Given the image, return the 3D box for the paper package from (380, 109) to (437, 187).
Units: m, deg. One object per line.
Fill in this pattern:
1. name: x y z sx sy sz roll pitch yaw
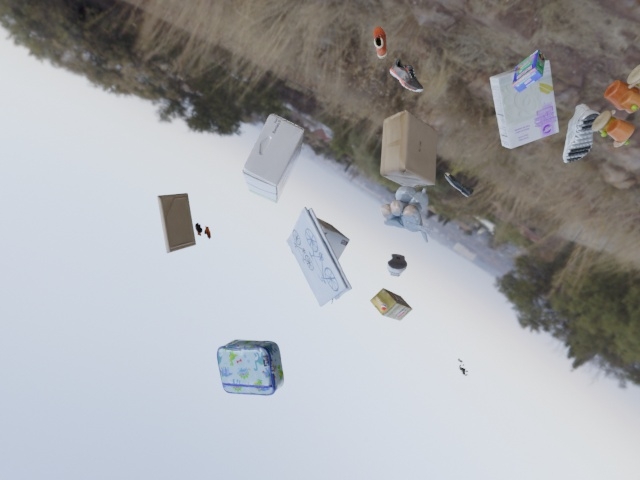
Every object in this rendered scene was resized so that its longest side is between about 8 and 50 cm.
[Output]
1. paper package: 0.481 -0.476 2.463 0.309 0.325 0.168 15 166 -43

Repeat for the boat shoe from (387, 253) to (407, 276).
1. boat shoe: 0.363 0.131 2.175 0.095 0.084 0.258 10 -167 14

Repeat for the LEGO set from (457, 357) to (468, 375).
1. LEGO set: 0.575 0.520 1.864 0.054 0.023 0.083 47 -161 -10

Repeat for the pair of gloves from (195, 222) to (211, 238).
1. pair of gloves: -0.525 -0.042 2.051 0.083 0.010 0.074 24 -145 -46

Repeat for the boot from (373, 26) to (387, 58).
1. boot: 0.263 -0.901 2.043 0.084 0.059 0.158 32 -133 -63

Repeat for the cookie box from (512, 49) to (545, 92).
1. cookie box: 0.678 -0.551 1.491 0.040 0.107 0.092 32 148 -16

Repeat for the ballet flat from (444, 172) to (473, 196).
1. ballet flat: 0.714 -0.295 2.372 0.173 0.049 0.057 42 -177 6

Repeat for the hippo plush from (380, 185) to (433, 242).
1. hippo plush: 0.480 -0.183 2.382 0.294 0.236 0.234 22 158 9

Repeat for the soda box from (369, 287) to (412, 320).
1. soda box: 0.217 0.196 1.387 0.061 0.058 0.181 49 -171 28

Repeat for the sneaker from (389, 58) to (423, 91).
1. sneaker: 0.326 -0.616 1.707 0.158 0.065 0.061 45 -136 15

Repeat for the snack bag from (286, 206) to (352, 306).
1. snack bag: -0.015 0.077 1.673 0.323 0.037 0.342 62 158 12

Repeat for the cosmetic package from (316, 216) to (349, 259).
1. cosmetic package: 0.000 0.000 2.016 0.151 0.151 0.184 24 -170 -31

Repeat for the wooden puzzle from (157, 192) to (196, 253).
1. wooden puzzle: -0.574 -0.073 1.818 0.044 0.221 0.239 -6 -173 11

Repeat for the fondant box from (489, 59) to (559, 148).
1. fondant box: 0.929 -0.617 2.085 0.096 0.238 0.330 -104 -5 -68

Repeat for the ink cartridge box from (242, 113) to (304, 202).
1. ink cartridge box: -0.146 -0.247 1.443 0.115 0.198 0.273 25 174 -3

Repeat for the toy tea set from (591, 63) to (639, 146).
1. toy tea set: 1.153 -0.486 1.723 0.124 0.336 0.200 28 171 -6

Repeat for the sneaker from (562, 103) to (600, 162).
1. sneaker: 1.170 -0.483 2.080 0.292 0.110 0.118 84 177 -49

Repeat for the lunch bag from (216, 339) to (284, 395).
1. lunch bag: -0.231 0.422 1.514 0.219 0.176 0.090 -4 -174 26
